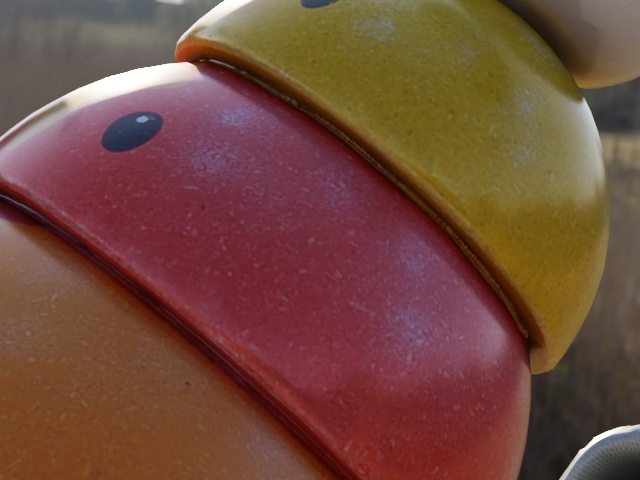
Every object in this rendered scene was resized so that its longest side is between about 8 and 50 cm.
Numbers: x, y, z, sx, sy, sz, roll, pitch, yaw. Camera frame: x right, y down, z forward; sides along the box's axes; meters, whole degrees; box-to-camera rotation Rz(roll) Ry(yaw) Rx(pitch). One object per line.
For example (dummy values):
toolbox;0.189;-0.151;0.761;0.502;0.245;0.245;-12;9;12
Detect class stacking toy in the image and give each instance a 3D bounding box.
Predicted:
stacking toy;0.000;0.000;0.826;0.350;0.480;0.350;37;-14;11

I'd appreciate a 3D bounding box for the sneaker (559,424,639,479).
sneaker;0.113;0.075;0.445;0.121;0.099;0.262;27;2;10
